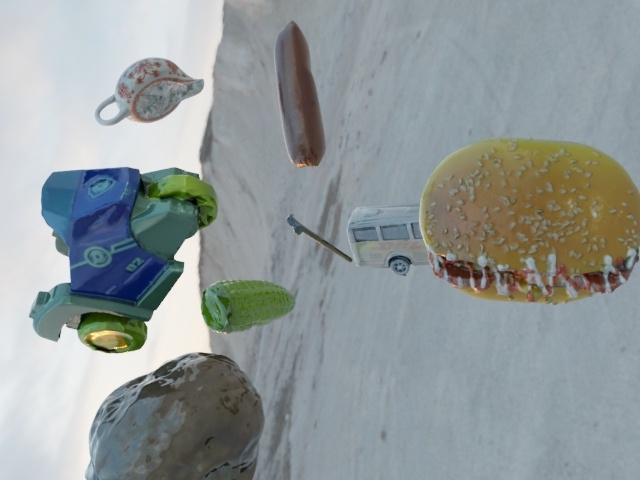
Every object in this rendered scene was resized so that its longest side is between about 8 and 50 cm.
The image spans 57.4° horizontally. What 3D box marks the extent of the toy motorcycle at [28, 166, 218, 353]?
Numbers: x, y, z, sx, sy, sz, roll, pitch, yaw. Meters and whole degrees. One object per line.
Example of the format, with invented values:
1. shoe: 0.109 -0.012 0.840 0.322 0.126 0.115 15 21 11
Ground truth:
1. toy motorcycle: -0.282 0.000 0.785 0.326 0.199 0.191 -45 37 42

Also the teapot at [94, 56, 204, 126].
1. teapot: -0.385 -0.324 1.287 0.245 0.116 0.159 -38 -8 -14

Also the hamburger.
1. hamburger: 0.286 -0.027 0.806 0.151 0.295 0.227 -18 -70 -78

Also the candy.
1. candy: -0.122 0.118 1.082 0.209 0.096 0.097 1 -74 -51

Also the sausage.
1. sausage: -0.046 -0.291 1.178 0.089 0.083 0.300 4 -104 -75

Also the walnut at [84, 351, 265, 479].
1. walnut: -0.206 0.295 0.862 0.273 0.227 0.273 -24 -57 -43

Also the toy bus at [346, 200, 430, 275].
1. toy bus: 0.228 -0.015 1.157 0.097 0.342 0.138 -63 -39 -51

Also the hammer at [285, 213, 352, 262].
1. hammer: 0.000 0.000 1.070 0.017 0.182 0.062 -49 44 7
